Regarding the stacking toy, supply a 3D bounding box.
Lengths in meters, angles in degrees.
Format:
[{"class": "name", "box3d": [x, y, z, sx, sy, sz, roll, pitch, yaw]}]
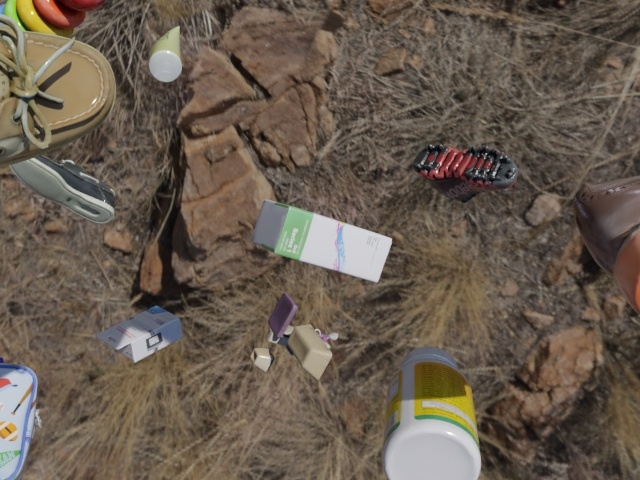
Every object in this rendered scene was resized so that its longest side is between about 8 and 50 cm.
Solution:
[{"class": "stacking toy", "box3d": [-0.466, -0.357, 1.090, 0.330, 0.141, 0.141, -22, 124, 33]}]

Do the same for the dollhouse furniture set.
[{"class": "dollhouse furniture set", "box3d": [-0.009, 0.130, 0.712, 0.081, 0.114, 0.091, 23, 101, -30]}]

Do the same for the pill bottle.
[{"class": "pill bottle", "box3d": [0.143, 0.229, 0.866, 0.117, 0.208, 0.118, 3, 111, 7]}]

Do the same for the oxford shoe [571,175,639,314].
[{"class": "oxford shoe", "box3d": [0.394, -0.022, 0.565, 0.363, 0.133, 0.130, -1, 124, -16]}]

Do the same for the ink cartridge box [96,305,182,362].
[{"class": "ink cartridge box", "box3d": [-0.447, 0.236, 1.629, 0.180, 0.104, 0.060, -26, 123, -41]}]

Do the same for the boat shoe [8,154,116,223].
[{"class": "boat shoe", "box3d": [-0.507, -0.120, 1.300, 0.084, 0.079, 0.233, -23, 138, 32]}]

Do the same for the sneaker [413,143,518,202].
[{"class": "sneaker", "box3d": [0.345, -0.148, 1.509, 0.135, 0.276, 0.098, 46, 71, -35]}]

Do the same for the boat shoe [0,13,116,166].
[{"class": "boat shoe", "box3d": [-0.266, -0.098, 0.445, 0.285, 0.089, 0.105, -18, 100, -39]}]

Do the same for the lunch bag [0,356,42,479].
[{"class": "lunch bag", "box3d": [-0.632, 0.312, 1.109, 0.303, 0.243, 0.115, 8, 139, -20]}]

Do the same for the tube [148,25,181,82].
[{"class": "tube", "box3d": [-0.317, -0.380, 1.333, 0.070, 0.240, 0.062, -3, 119, -11]}]

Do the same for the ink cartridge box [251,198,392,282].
[{"class": "ink cartridge box", "box3d": [0.000, 0.000, 1.592, 0.278, 0.201, 0.117, 17, 91, -23]}]
